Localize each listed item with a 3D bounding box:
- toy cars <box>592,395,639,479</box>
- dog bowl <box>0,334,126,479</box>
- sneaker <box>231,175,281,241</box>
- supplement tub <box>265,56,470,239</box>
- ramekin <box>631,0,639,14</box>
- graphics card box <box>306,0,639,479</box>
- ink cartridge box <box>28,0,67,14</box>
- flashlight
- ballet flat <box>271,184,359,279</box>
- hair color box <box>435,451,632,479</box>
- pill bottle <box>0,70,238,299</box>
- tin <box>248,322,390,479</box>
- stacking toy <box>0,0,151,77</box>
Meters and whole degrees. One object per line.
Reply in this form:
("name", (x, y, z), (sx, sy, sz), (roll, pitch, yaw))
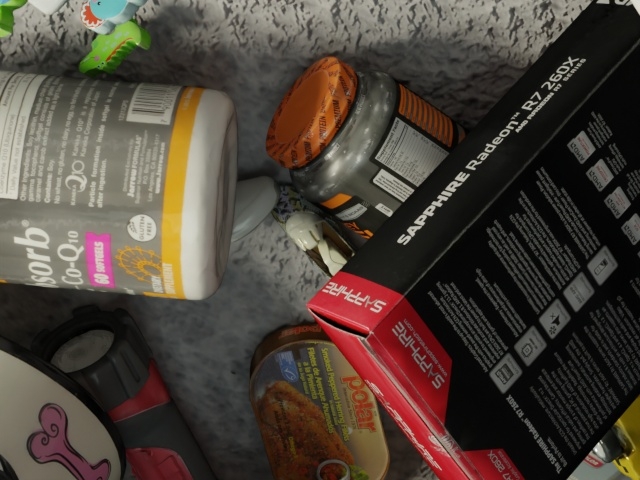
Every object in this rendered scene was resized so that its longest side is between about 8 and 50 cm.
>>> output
("toy cars", (0.332, 0.133, 1.639), (0.393, 0.087, 0.176), (19, 85, -16))
("dog bowl", (-0.367, 0.201, 1.530), (0.408, 0.150, 0.408), (7, 148, 4))
("sneaker", (-0.106, -0.024, 1.547), (0.152, 0.054, 0.061), (-19, 121, 10))
("supplement tub", (0.058, -0.055, 1.499), (0.190, 0.117, 0.117), (33, 116, -22))
("ramekin", (0.277, -0.227, 1.317), (0.127, 0.273, 0.273), (-27, 123, 27))
("graphics card box", (0.186, 0.007, 1.451), (0.371, 0.094, 0.233), (-47, 121, -15))
("ink cartridge box", (-0.207, -0.366, 1.298), (0.330, 0.071, 0.324), (38, 115, -22))
("flashlight", (-0.147, 0.197, 1.664), (0.103, 0.103, 0.304), (-17, 123, 10))
("ballet flat", (0.000, 0.000, 1.579), (0.041, 0.041, 0.114), (-35, 119, 18))
("hair color box", (0.117, 0.307, 1.626), (0.374, 0.113, 0.185), (-29, 132, -33))
("pill bottle", (-0.207, -0.045, 1.451), (0.278, 0.162, 0.162), (5, 124, 4))
("tin", (0.000, 0.152, 1.685), (0.106, 0.040, 0.190), (-9, 125, 7))
("stacking toy", (-0.119, -0.195, 1.363), (0.221, 0.052, 0.167), (-38, 159, 14))
